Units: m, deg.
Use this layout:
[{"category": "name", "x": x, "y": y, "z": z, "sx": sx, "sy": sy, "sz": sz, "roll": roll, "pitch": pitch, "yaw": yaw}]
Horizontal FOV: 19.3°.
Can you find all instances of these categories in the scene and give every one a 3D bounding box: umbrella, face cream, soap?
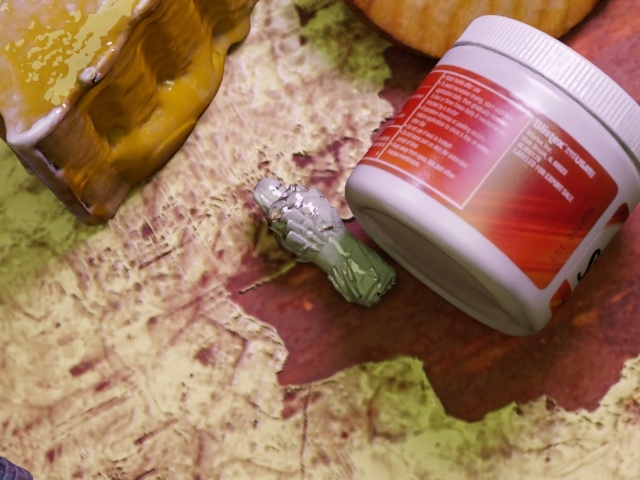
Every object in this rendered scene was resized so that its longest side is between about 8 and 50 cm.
[{"category": "umbrella", "x": 0.000, "y": 0.000, "z": 1.583, "sx": 0.143, "sy": 0.067, "sz": 0.062, "roll": 41, "pitch": 111, "yaw": 0}, {"category": "face cream", "x": 0.147, "y": -0.049, "z": 1.522, "sx": 0.201, "sy": 0.201, "sz": 0.187, "roll": 37, "pitch": 81, "yaw": 6}, {"category": "soap", "x": -0.166, "y": -0.159, "z": 1.499, "sx": 0.143, "sy": 0.281, "sz": 0.259, "roll": 31, "pitch": 81, "yaw": 7}]

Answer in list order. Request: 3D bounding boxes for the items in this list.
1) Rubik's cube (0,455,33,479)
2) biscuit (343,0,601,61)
[{"category": "Rubik's cube", "x": -0.381, "y": 0.240, "z": 1.447, "sx": 0.238, "sy": 0.237, "sz": 0.237, "roll": 19, "pitch": 81, "yaw": 2}, {"category": "biscuit", "x": 0.136, "y": -0.303, "z": 1.575, "sx": 0.318, "sy": 0.040, "sz": 0.318, "roll": -6, "pitch": 108, "yaw": -18}]
